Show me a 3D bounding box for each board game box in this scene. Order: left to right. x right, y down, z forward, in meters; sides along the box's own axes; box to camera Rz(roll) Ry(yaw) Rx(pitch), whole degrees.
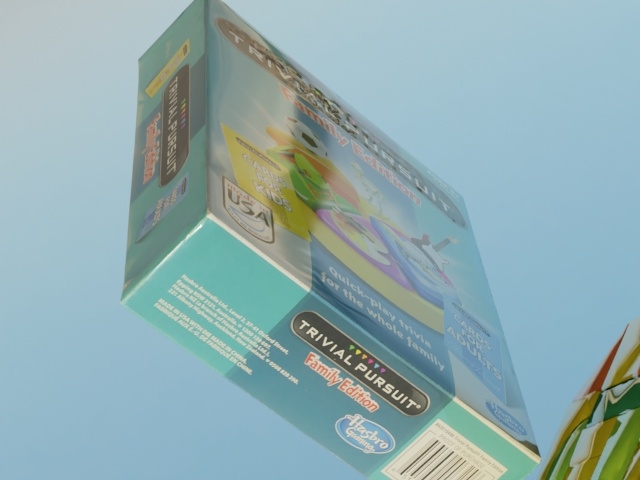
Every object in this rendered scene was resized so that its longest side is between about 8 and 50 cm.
[{"bbox_3d":[0.000,0.000,1.107,0.079,0.254,0.336,-45,-157,19],"label":"board game box"}]

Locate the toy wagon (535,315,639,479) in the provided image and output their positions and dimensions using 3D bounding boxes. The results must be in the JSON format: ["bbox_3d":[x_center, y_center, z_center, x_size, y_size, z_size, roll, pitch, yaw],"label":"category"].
[{"bbox_3d":[0.196,0.111,0.886,0.267,0.068,0.344,-63,-175,-19],"label":"toy wagon"}]
